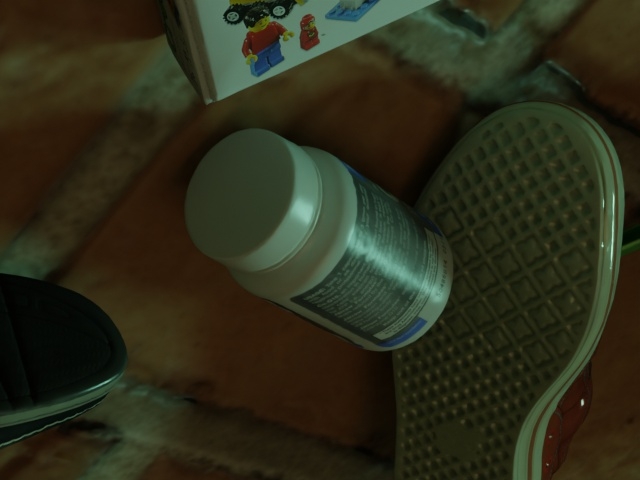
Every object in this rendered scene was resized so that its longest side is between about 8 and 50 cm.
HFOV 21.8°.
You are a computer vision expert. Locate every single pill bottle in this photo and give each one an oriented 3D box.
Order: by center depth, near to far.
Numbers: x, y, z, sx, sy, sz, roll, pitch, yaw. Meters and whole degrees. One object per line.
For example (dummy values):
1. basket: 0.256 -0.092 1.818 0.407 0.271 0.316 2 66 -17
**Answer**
1. pill bottle: 0.000 0.000 0.813 0.078 0.078 0.137 -44 142 12

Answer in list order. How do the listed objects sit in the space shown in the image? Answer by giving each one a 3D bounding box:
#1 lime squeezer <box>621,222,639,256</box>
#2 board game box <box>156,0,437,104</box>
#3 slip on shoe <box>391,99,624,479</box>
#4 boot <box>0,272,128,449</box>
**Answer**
1. lime squeezer: 0.288 -0.080 0.957 0.110 0.059 0.310 14 123 -44
2. board game box: 0.064 -0.194 0.672 0.305 0.053 0.193 -25 142 -12
3. slip on shoe: 0.107 0.053 0.941 0.101 0.123 0.331 -46 150 -42
4. boot: -0.216 0.109 0.776 0.236 0.085 0.179 -11 142 -29
